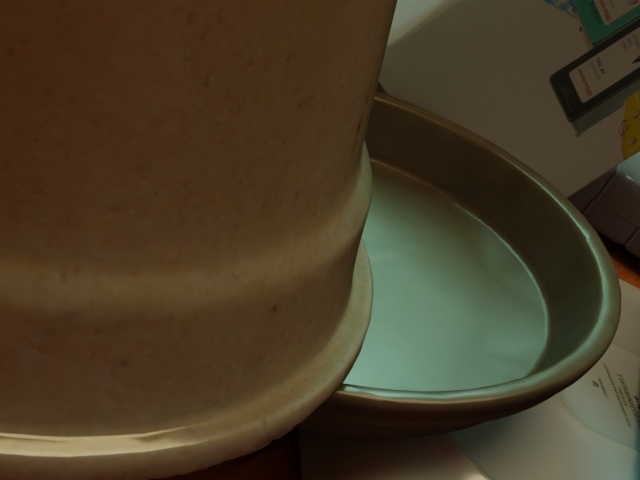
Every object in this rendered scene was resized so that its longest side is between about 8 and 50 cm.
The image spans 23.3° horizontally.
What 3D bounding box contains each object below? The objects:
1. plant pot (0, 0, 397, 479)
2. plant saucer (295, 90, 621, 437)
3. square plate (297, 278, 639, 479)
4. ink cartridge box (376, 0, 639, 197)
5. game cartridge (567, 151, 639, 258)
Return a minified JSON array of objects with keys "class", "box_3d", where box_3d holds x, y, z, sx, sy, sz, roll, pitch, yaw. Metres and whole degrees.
[{"class":"plant pot","box_3d":[-0.089,-0.142,0.537,0.334,0.305,0.334,16,30,-10]},{"class":"plant saucer","box_3d":[0.000,0.000,0.712,0.278,0.041,0.278,12,31,-7]},{"class":"square plate","box_3d":[0.139,0.095,0.786,0.344,0.049,0.347,26,27,-20]},{"class":"ink cartridge box","box_3d":[0.135,-0.176,0.928,0.197,0.270,0.198,52,7,-47]},{"class":"game cartridge","box_3d":[0.217,-0.095,1.202,0.230,0.068,0.355,37,25,-6]}]
